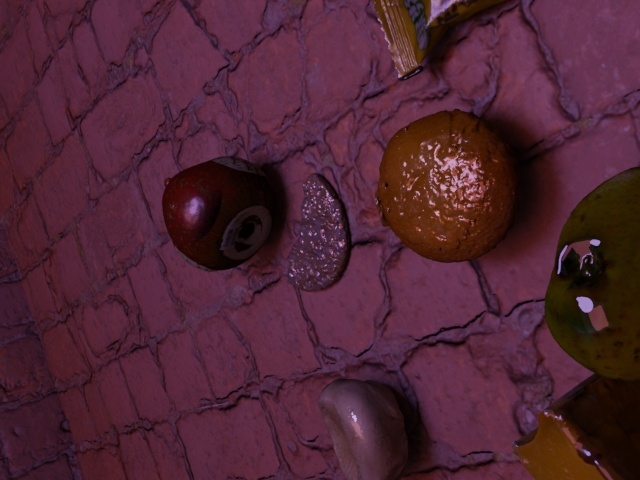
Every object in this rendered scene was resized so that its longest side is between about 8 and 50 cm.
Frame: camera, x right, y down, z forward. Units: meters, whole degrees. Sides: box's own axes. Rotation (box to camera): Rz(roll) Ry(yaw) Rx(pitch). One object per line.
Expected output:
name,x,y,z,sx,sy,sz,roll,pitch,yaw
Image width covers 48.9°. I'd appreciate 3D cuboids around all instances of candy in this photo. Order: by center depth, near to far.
candy,0.206,-0.379,1.020,0.297,0.081,0.187,-22,83,35

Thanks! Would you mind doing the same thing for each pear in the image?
pear,0.379,0.033,0.824,0.164,0.255,0.239,12,105,46

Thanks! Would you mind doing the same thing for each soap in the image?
soap,0.394,0.282,0.852,0.259,0.281,0.143,57,137,20

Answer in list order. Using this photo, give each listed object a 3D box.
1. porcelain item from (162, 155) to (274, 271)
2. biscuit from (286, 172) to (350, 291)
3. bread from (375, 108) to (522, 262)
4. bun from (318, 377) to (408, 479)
porcelain item,-0.224,-0.069,1.430,0.252,0.252,0.253,15,112,43
biscuit,0.001,0.004,1.373,0.133,0.032,0.250,32,122,35
bread,0.201,-0.081,1.059,0.239,0.139,0.240,16,112,43
bun,0.089,0.347,1.301,0.231,0.133,0.231,55,158,36
